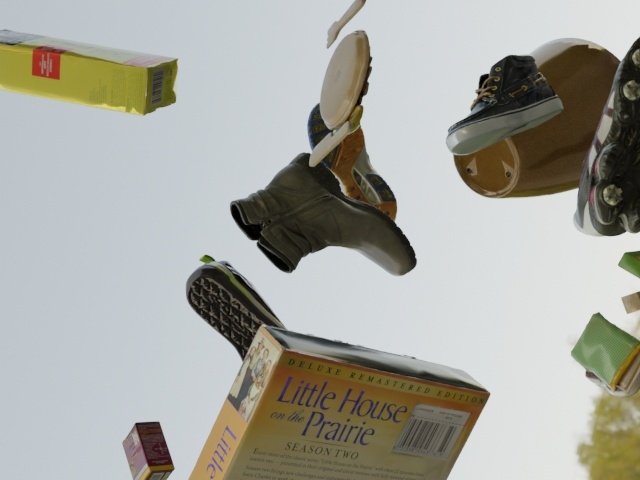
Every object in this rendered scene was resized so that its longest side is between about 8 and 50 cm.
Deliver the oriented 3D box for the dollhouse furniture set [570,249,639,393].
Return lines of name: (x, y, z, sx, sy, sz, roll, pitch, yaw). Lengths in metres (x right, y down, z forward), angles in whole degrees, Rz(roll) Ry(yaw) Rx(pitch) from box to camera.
dollhouse furniture set: (0.305, 0.085, 1.104, 0.058, 0.076, 0.152, -8, -53, -52)

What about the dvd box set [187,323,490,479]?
dvd box set: (-0.021, 0.310, 1.184, 0.307, 0.062, 0.421, 16, -75, -38)

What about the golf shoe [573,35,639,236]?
golf shoe: (0.361, -0.132, 1.279, 0.273, 0.105, 0.120, -66, 9, -14)

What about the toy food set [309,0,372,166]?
toy food set: (0.036, -0.189, 1.297, 0.038, 0.132, 0.192, 14, -111, -19)

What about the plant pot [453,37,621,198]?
plant pot: (0.322, -0.161, 1.636, 0.254, 0.237, 0.237, -28, -55, -42)

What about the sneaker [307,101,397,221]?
sneaker: (0.058, -0.138, 2.165, 0.131, 0.111, 0.297, 73, 173, -73)

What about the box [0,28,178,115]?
box: (-0.286, -0.195, 1.249, 0.087, 0.232, 0.058, -40, -40, -64)

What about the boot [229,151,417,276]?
boot: (0.000, 0.000, 1.520, 0.161, 0.246, 0.083, -43, -13, -32)

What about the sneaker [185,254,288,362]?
sneaker: (-0.080, 0.109, 1.444, 0.235, 0.084, 0.097, 51, -157, -3)

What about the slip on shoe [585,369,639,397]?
slip on shoe: (0.401, 0.187, 1.454, 0.051, 0.041, 0.135, -58, 9, -7)

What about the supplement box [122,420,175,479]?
supplement box: (-0.251, 0.313, 1.580, 0.043, 0.083, 0.055, 3, -43, -36)

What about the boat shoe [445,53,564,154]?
boat shoe: (0.198, -0.159, 1.254, 0.183, 0.065, 0.083, -22, -100, -37)
